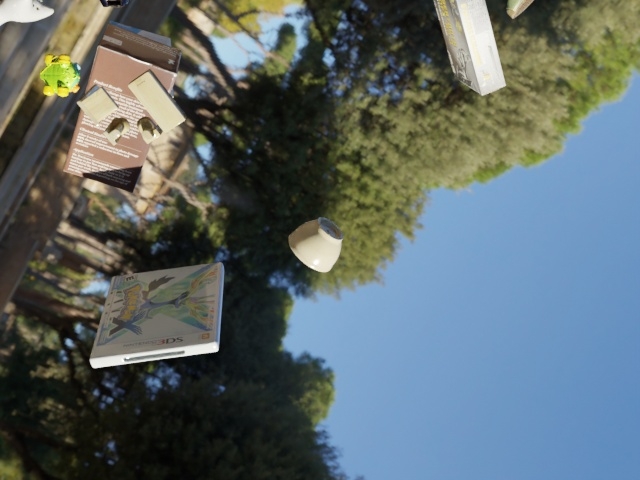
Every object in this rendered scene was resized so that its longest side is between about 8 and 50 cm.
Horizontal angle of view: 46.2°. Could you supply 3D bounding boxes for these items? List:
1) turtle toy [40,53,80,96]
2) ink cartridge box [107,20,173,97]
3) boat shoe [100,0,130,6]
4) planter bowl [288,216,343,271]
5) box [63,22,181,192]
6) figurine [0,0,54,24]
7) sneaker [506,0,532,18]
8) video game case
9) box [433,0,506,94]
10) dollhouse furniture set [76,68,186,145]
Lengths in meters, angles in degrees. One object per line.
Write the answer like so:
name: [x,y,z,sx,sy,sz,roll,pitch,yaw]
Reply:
turtle toy: [-0.599,-0.378,1.728,0.130,0.066,0.095,10,-82,33]
ink cartridge box: [-0.583,-0.495,2.326,0.197,0.198,0.270,-50,-141,44]
boat shoe: [-0.607,-0.832,2.144,0.158,0.127,0.340,-110,-170,-61]
planter bowl: [0.000,0.000,2.256,0.109,0.162,0.162,-49,-156,26]
box: [-0.501,-0.324,1.887,0.143,0.191,0.381,-93,-152,-49]
figurine: [-0.585,-0.396,1.244,0.210,0.215,0.092,-9,-99,23]
sneaker: [0.403,-0.529,1.484,0.064,0.086,0.192,-38,172,-19]
video game case: [-0.396,0.177,1.872,0.329,0.300,0.036,-97,179,-57]
box: [0.295,-0.428,1.528,0.056,0.231,0.183,-21,-154,1]
dollhouse furniture set: [-0.364,-0.275,1.497,0.151,0.144,0.123,-31,-157,13]
